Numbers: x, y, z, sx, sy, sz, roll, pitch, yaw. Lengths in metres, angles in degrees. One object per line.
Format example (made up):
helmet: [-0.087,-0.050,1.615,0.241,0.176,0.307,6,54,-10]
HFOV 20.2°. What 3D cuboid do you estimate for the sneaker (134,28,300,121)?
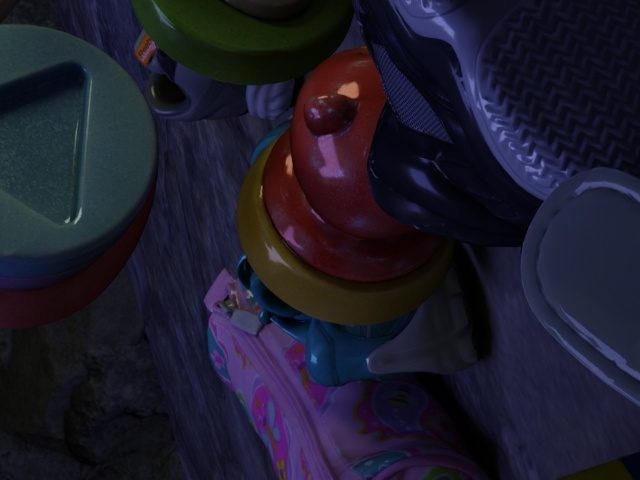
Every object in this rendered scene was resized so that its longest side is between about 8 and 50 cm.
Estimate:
sneaker: [-0.070,-0.158,1.191,0.271,0.108,0.100,97,156,-59]

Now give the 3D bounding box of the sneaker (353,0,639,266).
sneaker: [0.042,-0.101,0.728,0.268,0.101,0.153,62,161,21]

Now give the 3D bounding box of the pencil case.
pencil case: [0.010,0.114,1.163,0.284,0.124,0.124,-125,22,-55]

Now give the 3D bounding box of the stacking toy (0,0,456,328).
stacking toy: [-0.078,-0.101,0.926,0.130,0.309,0.279,114,148,-61]

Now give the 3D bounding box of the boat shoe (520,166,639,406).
boat shoe: [0.155,0.061,0.561,0.081,0.069,0.227,-51,52,19]

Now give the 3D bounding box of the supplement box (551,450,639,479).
supplement box: [0.022,0.260,0.737,0.195,0.357,0.194,86,163,-46]

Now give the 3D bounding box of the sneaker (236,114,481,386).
sneaker: [0.000,0.000,1.078,0.275,0.110,0.107,-127,23,-60]

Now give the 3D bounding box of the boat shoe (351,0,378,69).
boat shoe: [0.035,-0.150,0.811,0.228,0.080,0.076,68,168,-14]
